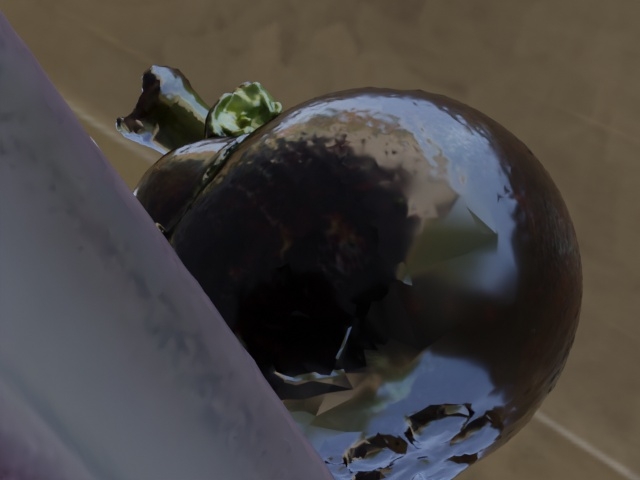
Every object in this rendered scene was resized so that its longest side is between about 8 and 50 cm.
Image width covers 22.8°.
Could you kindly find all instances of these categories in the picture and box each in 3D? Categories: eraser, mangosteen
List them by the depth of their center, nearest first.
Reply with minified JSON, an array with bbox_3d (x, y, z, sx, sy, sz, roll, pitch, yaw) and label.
[{"bbox_3d":[-0.161,0.068,0.501,0.272,0.359,0.122,-4,-127,22],"label":"eraser"},{"bbox_3d":[0.000,0.000,0.840,0.231,0.231,0.289,-48,-118,26],"label":"mangosteen"}]
